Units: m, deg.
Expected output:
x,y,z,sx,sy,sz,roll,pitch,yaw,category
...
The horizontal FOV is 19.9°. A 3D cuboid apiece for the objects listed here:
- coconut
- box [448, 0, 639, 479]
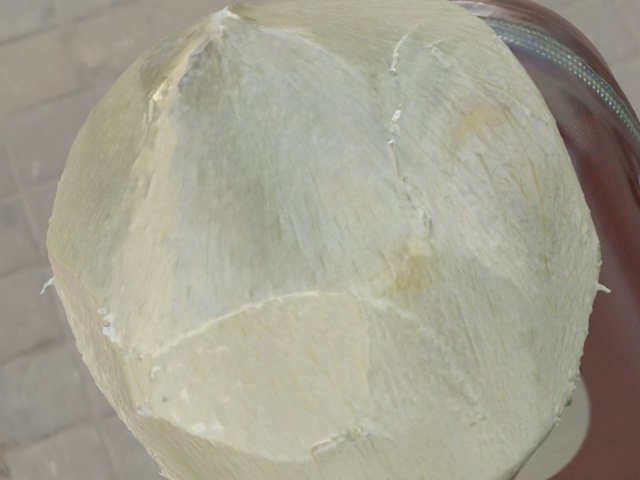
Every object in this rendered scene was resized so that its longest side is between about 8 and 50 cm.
x,y,z,sx,sy,sz,roll,pitch,yaw,category
-0.002,0.002,0.545,0.161,0.162,0.161,-20,43,20,coconut
0.086,0.055,0.985,0.263,0.404,0.108,-15,33,24,box
